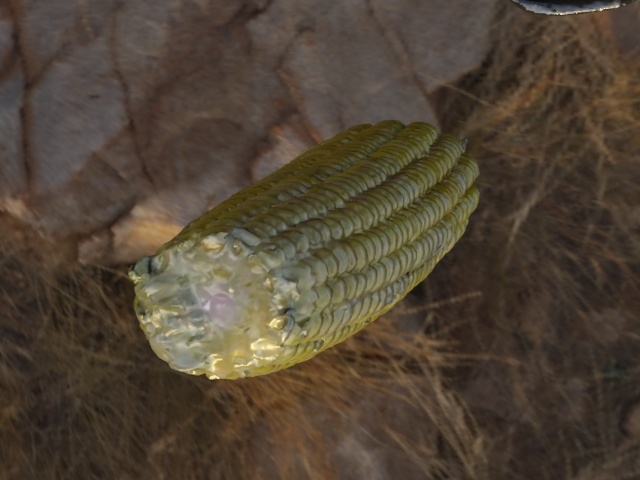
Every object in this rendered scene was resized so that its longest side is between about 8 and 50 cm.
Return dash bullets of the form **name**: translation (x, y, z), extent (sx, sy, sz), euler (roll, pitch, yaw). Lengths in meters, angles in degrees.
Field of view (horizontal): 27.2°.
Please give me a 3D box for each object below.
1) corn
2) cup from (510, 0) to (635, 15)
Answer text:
- **corn**: translation (0.000, 0.000, 0.456), extent (0.085, 0.165, 0.063), euler (3, 107, 25)
- **cup**: translation (0.136, -0.200, 0.690), extent (0.223, 0.176, 0.169), euler (61, 40, -54)
